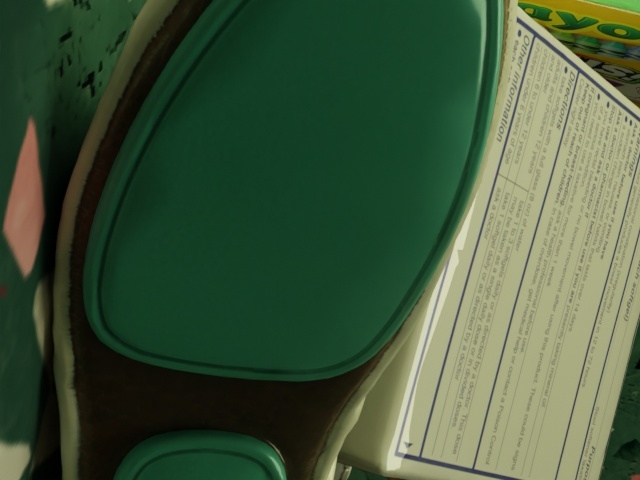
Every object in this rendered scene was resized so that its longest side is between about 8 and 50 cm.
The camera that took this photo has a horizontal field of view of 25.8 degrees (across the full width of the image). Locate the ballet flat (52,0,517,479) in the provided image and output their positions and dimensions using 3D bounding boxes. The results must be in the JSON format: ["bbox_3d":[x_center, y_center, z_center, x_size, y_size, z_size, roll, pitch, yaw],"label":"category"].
[{"bbox_3d":[-0.039,0.031,0.534,0.139,0.139,0.400,-67,172,-63],"label":"ballet flat"}]

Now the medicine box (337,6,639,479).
[{"bbox_3d":[0.087,0.017,0.882,0.289,0.149,0.263,23,81,-54],"label":"medicine box"}]

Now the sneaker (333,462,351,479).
[{"bbox_3d":[-0.030,0.254,1.264,0.132,0.086,0.229,-68,171,-46],"label":"sneaker"}]

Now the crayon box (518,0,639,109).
[{"bbox_3d":[0.202,-0.193,1.115,0.313,0.363,0.106,42,62,-84],"label":"crayon box"}]
